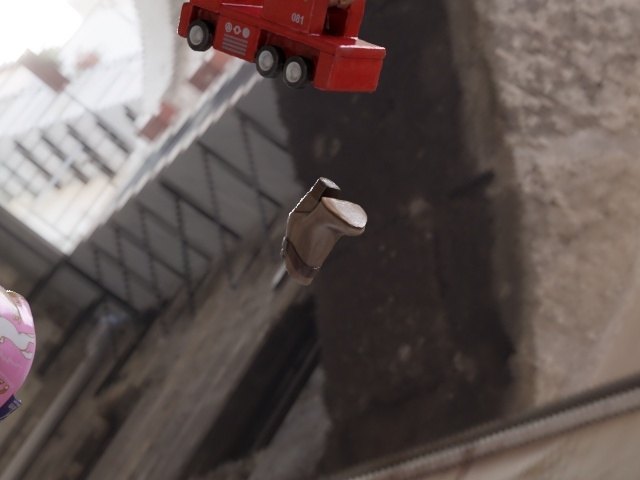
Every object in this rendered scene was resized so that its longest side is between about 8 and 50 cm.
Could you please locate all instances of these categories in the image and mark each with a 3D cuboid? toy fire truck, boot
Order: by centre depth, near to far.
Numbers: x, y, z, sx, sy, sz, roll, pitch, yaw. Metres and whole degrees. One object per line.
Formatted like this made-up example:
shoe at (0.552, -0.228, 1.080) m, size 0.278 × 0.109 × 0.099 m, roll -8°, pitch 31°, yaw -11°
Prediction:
toy fire truck at (0.000, -0.158, 0.934) m, size 0.192 × 0.047 × 0.135 m, roll 25°, pitch -71°, yaw 40°
boot at (0.000, 0.000, 1.412) m, size 0.042 × 0.087 × 0.118 m, roll 18°, pitch 18°, yaw -21°

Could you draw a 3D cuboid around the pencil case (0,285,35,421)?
pencil case at (-0.473, 0.065, 1.614) m, size 0.160 × 0.167 × 0.386 m, roll -28°, pitch -43°, yaw 31°
